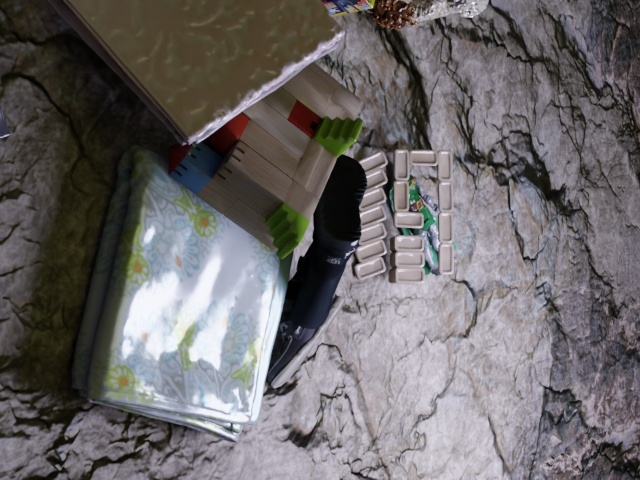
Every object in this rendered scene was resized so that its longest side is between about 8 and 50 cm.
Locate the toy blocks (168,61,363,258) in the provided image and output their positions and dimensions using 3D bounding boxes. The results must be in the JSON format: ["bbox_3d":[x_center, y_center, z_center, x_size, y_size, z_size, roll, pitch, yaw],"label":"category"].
[{"bbox_3d":[-0.101,-0.175,1.561,0.261,0.190,0.381,36,46,-14],"label":"toy blocks"}]

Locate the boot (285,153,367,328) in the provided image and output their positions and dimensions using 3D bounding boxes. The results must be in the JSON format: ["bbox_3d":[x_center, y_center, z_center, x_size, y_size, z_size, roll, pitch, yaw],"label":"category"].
[{"bbox_3d":[0.000,0.000,1.705,0.094,0.207,0.246,15,39,-12],"label":"boot"}]

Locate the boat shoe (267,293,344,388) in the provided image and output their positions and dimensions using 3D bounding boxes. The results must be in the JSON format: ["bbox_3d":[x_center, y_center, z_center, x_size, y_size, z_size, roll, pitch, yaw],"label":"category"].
[{"bbox_3d":[-0.038,0.158,1.750,0.065,0.075,0.206,34,58,8],"label":"boat shoe"}]

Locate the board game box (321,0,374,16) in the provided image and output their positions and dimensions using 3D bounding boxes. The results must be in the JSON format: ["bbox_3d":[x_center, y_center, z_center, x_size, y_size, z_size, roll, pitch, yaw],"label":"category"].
[{"bbox_3d":[0.042,-0.472,1.810,0.048,0.141,0.170,32,64,-44],"label":"board game box"}]

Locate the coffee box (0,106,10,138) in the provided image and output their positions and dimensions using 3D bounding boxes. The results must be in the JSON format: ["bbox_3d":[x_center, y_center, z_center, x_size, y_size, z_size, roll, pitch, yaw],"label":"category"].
[{"bbox_3d":[-0.475,-0.150,1.272,0.184,0.040,0.113,-30,109,-46],"label":"coffee box"}]

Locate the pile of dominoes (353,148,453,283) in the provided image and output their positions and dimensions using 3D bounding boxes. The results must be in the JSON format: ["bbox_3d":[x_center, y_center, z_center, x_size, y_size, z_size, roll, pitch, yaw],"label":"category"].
[{"bbox_3d":[0.150,-0.045,1.946,0.195,0.040,0.251,2,84,-17],"label":"pile of dominoes"}]

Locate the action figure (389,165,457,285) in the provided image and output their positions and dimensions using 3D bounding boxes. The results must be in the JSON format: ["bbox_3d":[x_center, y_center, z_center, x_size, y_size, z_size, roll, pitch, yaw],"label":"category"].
[{"bbox_3d":[0.189,-0.044,2.011,0.137,0.063,0.232,-44,115,-38],"label":"action figure"}]

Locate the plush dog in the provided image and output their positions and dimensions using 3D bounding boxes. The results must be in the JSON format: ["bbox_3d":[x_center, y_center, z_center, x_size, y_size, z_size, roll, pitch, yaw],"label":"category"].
[{"bbox_3d":[0.149,-0.481,1.940,0.225,0.210,0.262,-5,63,-35],"label":"plush dog"}]

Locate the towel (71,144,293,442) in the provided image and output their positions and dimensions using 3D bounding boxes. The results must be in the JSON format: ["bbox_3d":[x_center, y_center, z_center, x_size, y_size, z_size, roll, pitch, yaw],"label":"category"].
[{"bbox_3d":[-0.190,0.087,1.545,0.320,0.090,0.375,26,68,-46],"label":"towel"}]

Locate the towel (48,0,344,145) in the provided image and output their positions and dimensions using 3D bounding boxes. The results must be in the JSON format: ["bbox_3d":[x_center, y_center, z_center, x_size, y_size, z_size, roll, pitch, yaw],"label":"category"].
[{"bbox_3d":[-0.172,-0.326,1.482,0.332,0.053,0.317,-39,86,-31],"label":"towel"}]
